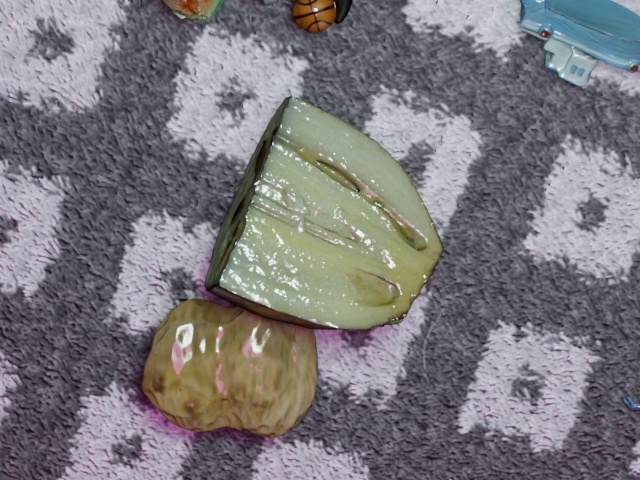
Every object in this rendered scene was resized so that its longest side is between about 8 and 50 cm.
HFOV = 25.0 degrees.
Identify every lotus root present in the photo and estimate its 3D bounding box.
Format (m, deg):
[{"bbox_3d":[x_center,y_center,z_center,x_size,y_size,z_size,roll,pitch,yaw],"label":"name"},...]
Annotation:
[{"bbox_3d":[0.015,-0.006,1.843,0.260,0.149,0.267,23,74,-14],"label":"lotus root"}]

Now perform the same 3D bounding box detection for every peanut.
[{"bbox_3d":[-0.118,0.167,1.893,0.233,0.110,0.196,1,105,-2],"label":"peanut"}]

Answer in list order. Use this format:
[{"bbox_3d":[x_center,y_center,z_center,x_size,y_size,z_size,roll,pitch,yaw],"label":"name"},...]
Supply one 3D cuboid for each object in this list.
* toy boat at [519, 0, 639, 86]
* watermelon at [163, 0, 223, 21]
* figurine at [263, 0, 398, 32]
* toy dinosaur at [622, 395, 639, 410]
[{"bbox_3d":[0.339,-0.254,1.841,0.215,0.088,0.102,18,136,-7],"label":"toy boat"},{"bbox_3d":[-0.157,-0.401,1.778,0.146,0.128,0.231,-29,119,-26],"label":"watermelon"},{"bbox_3d":[0.038,-0.354,1.772,0.236,0.133,0.176,-11,112,3],"label":"figurine"},{"bbox_3d":[0.512,0.234,1.969,0.197,0.045,0.080,15,115,1],"label":"toy dinosaur"}]
